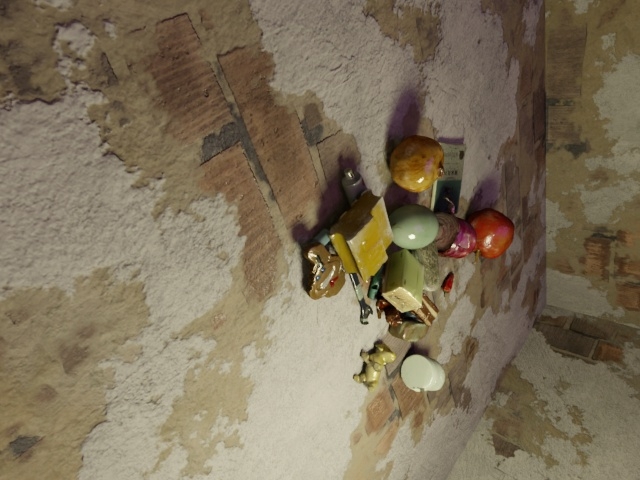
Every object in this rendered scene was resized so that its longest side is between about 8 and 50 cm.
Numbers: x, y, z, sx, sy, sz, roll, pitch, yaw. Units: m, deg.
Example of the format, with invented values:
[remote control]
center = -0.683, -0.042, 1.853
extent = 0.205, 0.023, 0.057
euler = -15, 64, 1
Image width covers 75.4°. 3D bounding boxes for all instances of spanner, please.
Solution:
[spanner]
center = 0.178, 0.242, 1.819
extent = 0.087, 0.024, 0.315
euler = -41, 126, -33

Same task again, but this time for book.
[book]
center = 0.666, -0.316, 2.162
extent = 0.264, 0.031, 0.379
euler = -10, 107, -42

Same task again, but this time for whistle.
[whistle]
center = 0.253, 0.172, 1.863
extent = 0.039, 0.039, 0.186
euler = 14, 90, -47

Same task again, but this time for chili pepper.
[chili pepper]
center = 0.731, 0.251, 2.372
extent = 0.191, 0.050, 0.059
euler = -55, 131, -37

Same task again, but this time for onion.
[onion]
center = 0.667, -0.017, 2.088
extent = 0.230, 0.256, 0.272
euler = 21, 115, -37

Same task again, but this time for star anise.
[star anise]
center = 0.310, 0.302, 1.897
extent = 0.196, 0.111, 0.212
euler = 19, 63, -81

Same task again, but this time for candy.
[candy]
center = 0.449, 0.449, 2.092
extent = 0.234, 0.104, 0.102
euler = 17, 87, -47

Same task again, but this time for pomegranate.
[pomegranate]
center = 0.413, -0.324, 1.755
extent = 0.248, 0.248, 0.248
euler = -15, 111, -43

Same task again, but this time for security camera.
[security camera]
center = 0.563, 0.715, 2.227
extent = 0.236, 0.195, 0.194
euler = 26, 81, -50

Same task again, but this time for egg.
[egg]
center = 0.412, -0.062, 1.843
extent = 0.283, 0.203, 0.202
euler = 2, 100, -44

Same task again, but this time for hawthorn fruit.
[hawthorn fruit]
center = 0.953, -0.014, 2.378
extent = 0.287, 0.287, 0.330
euler = 32, 83, -46

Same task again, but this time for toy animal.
[toy animal]
center = 0.258, 0.592, 1.932
extent = 0.169, 0.121, 0.233
euler = 37, 77, -56

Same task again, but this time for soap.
[soap]
center = 0.174, -0.017, 1.625
extent = 0.259, 0.143, 0.281
euler = -52, 141, -19

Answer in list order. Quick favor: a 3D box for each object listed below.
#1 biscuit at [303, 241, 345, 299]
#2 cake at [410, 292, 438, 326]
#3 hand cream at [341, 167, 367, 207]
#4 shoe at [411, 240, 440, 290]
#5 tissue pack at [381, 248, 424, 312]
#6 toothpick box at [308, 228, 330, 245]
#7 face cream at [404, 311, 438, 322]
[biscuit]
center = 0.012, 0.120, 1.555
extent = 0.183, 0.047, 0.319
euler = -42, 139, -25
[cake]
center = 0.470, 0.314, 2.047
extent = 0.246, 0.135, 0.112
euler = 43, 76, -38
[hand cream]
center = 0.163, -0.156, 1.664
extent = 0.124, 0.078, 0.340
euler = -52, 137, -22
[shoe]
center = 0.490, 0.108, 2.038
extent = 0.124, 0.159, 0.316
euler = 3, 68, -18
[tissue pack]
center = 0.373, 0.178, 1.846
extent = 0.159, 0.125, 0.234
euler = 41, 44, -23
[toothpick box]
center = 0.000, 0.000, 1.544
extent = 0.083, 0.052, 0.052
euler = -46, 130, -30
[face cream]
center = 0.530, 0.381, 2.177
extent = 0.250, 0.077, 0.077
euler = 25, 83, -47
